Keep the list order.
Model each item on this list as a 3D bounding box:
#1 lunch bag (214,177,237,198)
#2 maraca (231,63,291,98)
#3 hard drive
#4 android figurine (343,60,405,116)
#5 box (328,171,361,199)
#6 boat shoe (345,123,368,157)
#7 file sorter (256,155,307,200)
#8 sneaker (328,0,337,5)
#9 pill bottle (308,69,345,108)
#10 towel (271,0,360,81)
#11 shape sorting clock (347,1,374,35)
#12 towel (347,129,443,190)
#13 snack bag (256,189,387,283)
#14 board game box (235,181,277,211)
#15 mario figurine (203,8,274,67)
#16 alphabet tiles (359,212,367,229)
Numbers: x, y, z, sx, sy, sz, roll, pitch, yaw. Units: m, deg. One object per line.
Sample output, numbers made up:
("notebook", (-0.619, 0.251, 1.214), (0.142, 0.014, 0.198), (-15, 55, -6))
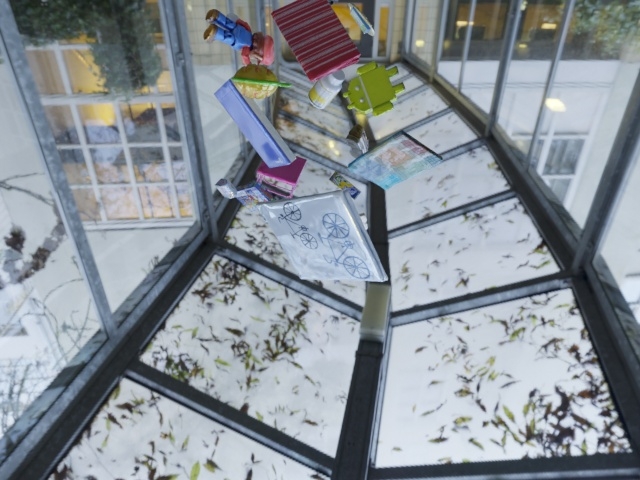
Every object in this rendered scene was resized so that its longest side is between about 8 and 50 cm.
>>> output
("lunch bag", (-0.377, -0.211, 1.857), (0.053, 0.071, 0.083), (-48, -145, -17))
("maraca", (-0.176, -0.476, 1.377), (0.185, 0.099, 0.127), (-9, -154, -38))
("hard drive", (-0.225, -0.389, 1.550), (0.040, 0.319, 0.210), (-43, -160, -16))
("android figurine", (0.240, -0.686, 2.090), (0.272, 0.249, 0.056), (-19, 173, 10))
("box", (0.127, -0.282, 2.364), (0.168, 0.059, 0.054), (36, -173, -23))
("boat shoe", (0.217, -0.517, 2.463), (0.110, 0.105, 0.307), (24, 174, 14))
("file sorter", (-0.216, -0.324, 2.417), (0.201, 0.182, 0.291), (19, -146, -1))
("sneaker", (0.040, -1.064, 1.890), (0.108, 0.130, 0.286), (-24, -171, 13))
("pill bottle", (0.029, -0.669, 2.002), (0.103, 0.184, 0.103), (13, -119, -26))
("towel", (-0.014, -0.673, 1.511), (0.198, 0.275, 0.031), (-29, 175, -10))
("shape sorting clock", (0.215, -1.157, 2.394), (0.040, 0.206, 0.206), (-37, -146, 9))
("towel", (0.332, -0.353, 2.093), (0.271, 0.370, 0.040), (23, -118, -29))
("snack bag", (0.000, 0.000, 1.362), (0.342, 0.323, 0.037), (-4, -144, 40))
("board game box", (-0.292, -0.190, 2.028), (0.201, 0.136, 0.035), (-3, -131, 49))
("mario figurine", (-0.338, -0.817, 1.913), (0.320, 0.198, 0.170), (14, -158, -40))
("alphabet tiles", (0.068, -0.054, 2.047), (0.283, 0.278, 0.021), (-13, -116, 4))
